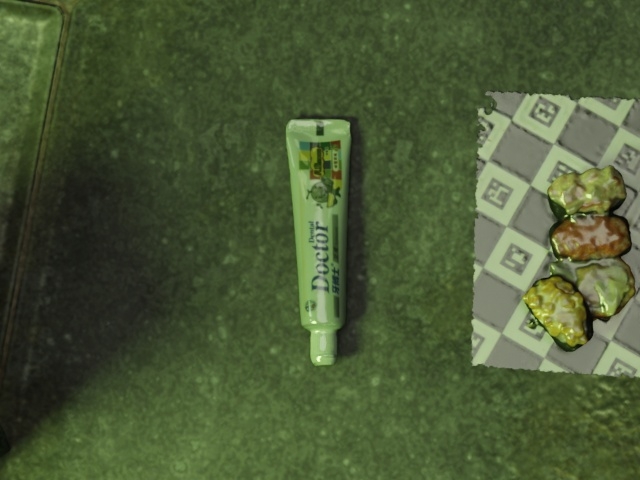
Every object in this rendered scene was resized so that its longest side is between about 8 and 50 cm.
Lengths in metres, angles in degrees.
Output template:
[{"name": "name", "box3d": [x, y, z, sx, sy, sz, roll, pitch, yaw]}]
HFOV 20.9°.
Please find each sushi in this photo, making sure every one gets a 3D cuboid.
[{"name": "sushi", "box3d": [0.282, -0.009, 1.745, 0.264, 0.050, 0.290, 4, 85, 2]}]

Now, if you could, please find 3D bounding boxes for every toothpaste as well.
[{"name": "toothpaste", "box3d": [0.000, 0.000, 1.762, 0.067, 0.037, 0.255, -1, 81, 2]}]

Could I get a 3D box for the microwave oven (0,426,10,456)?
[{"name": "microwave oven", "box3d": [-0.441, 0.148, 1.630, 0.181, 0.295, 0.237, -26, 85, 0]}]
